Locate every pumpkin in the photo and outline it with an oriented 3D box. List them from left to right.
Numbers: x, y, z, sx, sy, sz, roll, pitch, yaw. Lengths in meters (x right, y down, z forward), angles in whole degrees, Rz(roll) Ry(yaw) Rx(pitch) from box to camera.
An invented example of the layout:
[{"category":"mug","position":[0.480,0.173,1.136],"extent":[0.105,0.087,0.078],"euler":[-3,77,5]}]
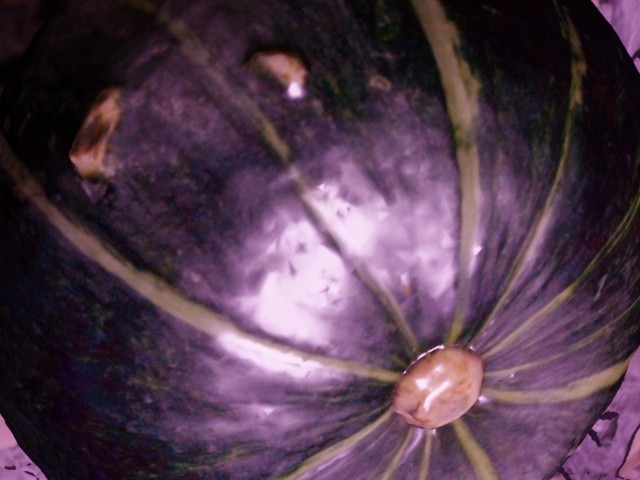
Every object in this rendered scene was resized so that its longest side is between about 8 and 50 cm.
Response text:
[{"category":"pumpkin","position":[0.000,0.000,0.849],"extent":[0.323,0.241,0.323],"euler":[-18,125,-28]}]
